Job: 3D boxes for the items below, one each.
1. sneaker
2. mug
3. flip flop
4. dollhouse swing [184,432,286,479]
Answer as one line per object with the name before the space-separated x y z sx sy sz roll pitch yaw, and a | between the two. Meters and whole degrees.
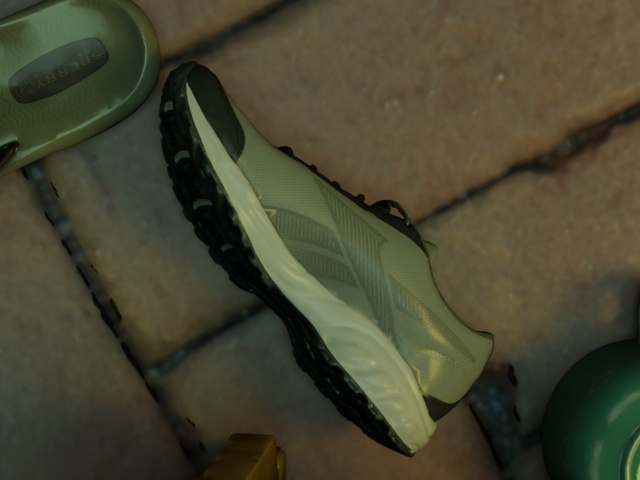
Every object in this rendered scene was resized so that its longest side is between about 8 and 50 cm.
sneaker | 0.000 0.000 0.861 0.108 0.100 0.271 -41 100 -14
mug | 0.205 0.120 0.878 0.129 0.097 0.158 -27 97 -2
flip flop | -0.221 -0.062 0.837 0.277 0.080 0.112 -28 97 -2
dollhouse swing | -0.191 0.270 0.745 0.305 0.347 0.315 3 95 6
